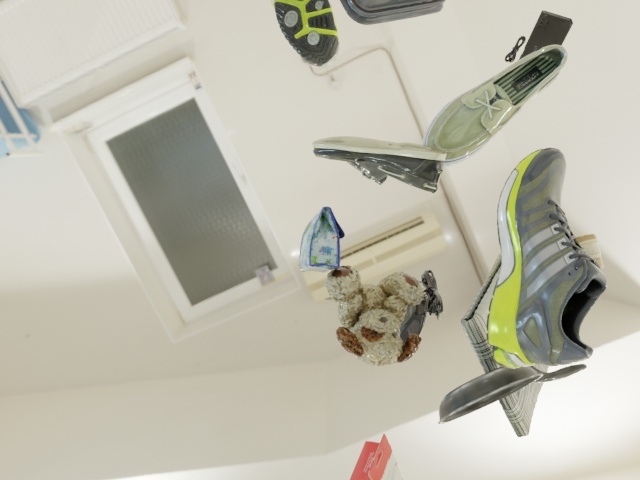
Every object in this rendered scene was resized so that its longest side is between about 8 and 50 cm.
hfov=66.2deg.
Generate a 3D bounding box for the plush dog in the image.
[{"bbox_3d":[0.125,0.208,1.221,0.262,0.211,0.225,8,-137,-16],"label":"plush dog"}]

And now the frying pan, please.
[{"bbox_3d":[0.349,0.243,0.861,0.326,0.053,0.197,-22,153,-6],"label":"frying pan"}]

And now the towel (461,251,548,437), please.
[{"bbox_3d":[0.431,0.198,1.059,0.056,0.312,0.324,-14,-159,43],"label":"towel"}]

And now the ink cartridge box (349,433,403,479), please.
[{"bbox_3d":[0.150,0.639,1.310,0.078,0.231,0.134,-5,-152,30],"label":"ink cartridge box"}]

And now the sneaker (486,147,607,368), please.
[{"bbox_3d":[0.306,0.022,0.639,0.111,0.300,0.121,15,168,-39],"label":"sneaker"}]

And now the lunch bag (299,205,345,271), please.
[{"bbox_3d":[0.000,0.000,1.230,0.096,0.151,0.129,3,170,-15],"label":"lunch bag"}]

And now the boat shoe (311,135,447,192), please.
[{"bbox_3d":[0.093,-0.134,0.844,0.233,0.079,0.084,12,-154,14],"label":"boat shoe"}]

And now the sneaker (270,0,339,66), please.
[{"bbox_3d":[-0.046,-0.602,1.255,0.145,0.385,0.147,-32,164,21],"label":"sneaker"}]

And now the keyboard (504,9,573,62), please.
[{"bbox_3d":[0.487,-0.432,1.133,0.108,0.180,0.023,13,-146,-5],"label":"keyboard"}]

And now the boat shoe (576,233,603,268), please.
[{"bbox_3d":[0.365,0.047,0.734,0.063,0.059,0.170,-13,159,0],"label":"boat shoe"}]

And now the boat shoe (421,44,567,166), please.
[{"bbox_3d":[0.311,-0.253,0.897,0.302,0.109,0.094,-40,173,1],"label":"boat shoe"}]

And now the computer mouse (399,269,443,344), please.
[{"bbox_3d":[0.254,0.228,1.346,0.272,0.072,0.188,-56,-167,25],"label":"computer mouse"}]

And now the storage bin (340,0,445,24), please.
[{"bbox_3d":[0.087,-0.304,0.516,0.135,0.098,0.091,-20,168,-25],"label":"storage bin"}]
